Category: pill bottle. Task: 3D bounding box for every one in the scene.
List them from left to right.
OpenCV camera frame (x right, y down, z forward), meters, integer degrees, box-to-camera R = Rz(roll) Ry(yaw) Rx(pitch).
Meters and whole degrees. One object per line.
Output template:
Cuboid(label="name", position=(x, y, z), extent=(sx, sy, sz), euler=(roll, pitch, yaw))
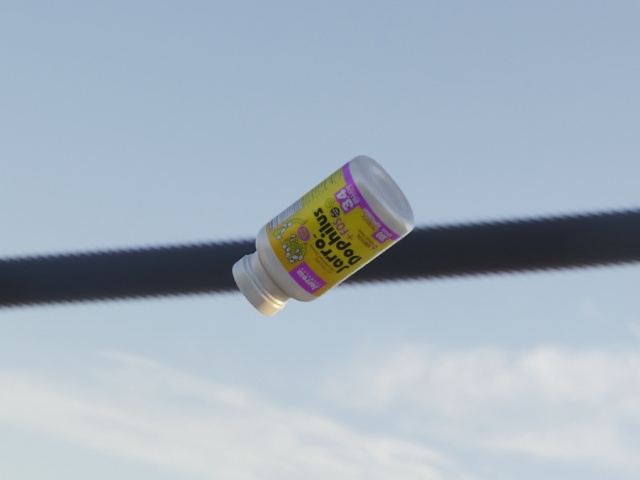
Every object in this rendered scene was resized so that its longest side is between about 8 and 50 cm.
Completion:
Cuboid(label="pill bottle", position=(0.000, 0.000, 0.725), extent=(0.083, 0.043, 0.043), euler=(-37, -47, 17))
